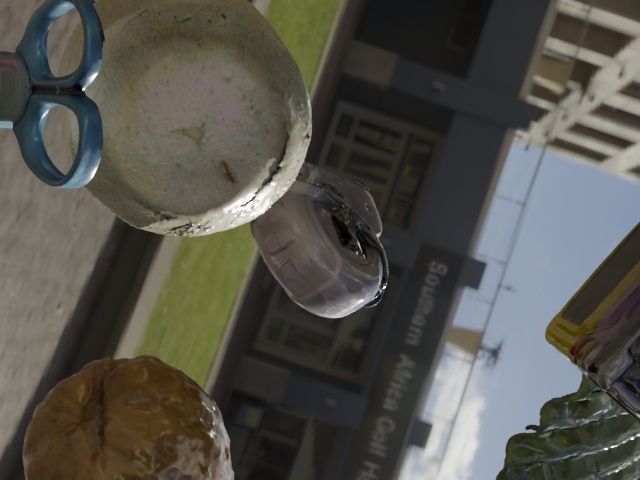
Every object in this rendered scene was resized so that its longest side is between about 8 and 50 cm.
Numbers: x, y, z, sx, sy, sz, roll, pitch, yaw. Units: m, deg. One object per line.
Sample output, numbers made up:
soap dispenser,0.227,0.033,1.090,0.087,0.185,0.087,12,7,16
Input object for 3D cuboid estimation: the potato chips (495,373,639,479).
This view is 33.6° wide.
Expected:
potato chips,0.379,0.235,1.282,0.389,0.097,0.373,0,121,-44

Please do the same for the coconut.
coconut,-0.119,-0.123,0.912,0.234,0.224,0.224,-108,-145,-68

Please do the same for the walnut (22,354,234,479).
walnut,-0.213,0.254,1.207,0.257,0.224,0.257,-16,90,-88

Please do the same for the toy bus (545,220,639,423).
toy bus,0.418,0.161,0.864,0.209,0.440,0.249,-49,-176,2

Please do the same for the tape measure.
tape measure,0.000,0.000,1.307,0.120,0.236,0.197,-33,-120,24

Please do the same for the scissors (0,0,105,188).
scissors,-0.226,-0.108,0.752,0.030,0.256,0.125,-2,99,-43
